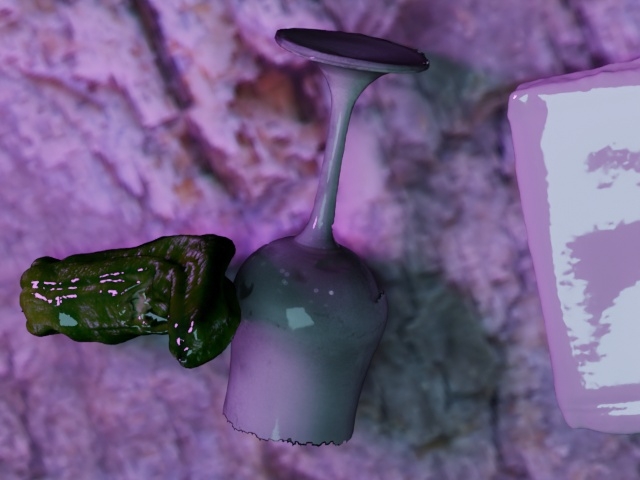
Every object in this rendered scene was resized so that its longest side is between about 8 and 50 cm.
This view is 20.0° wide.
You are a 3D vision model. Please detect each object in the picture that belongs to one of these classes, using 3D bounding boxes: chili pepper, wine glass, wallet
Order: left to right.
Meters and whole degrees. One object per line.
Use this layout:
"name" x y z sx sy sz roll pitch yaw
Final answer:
"chili pepper" -0.083 0.028 0.889 0.182 0.073 0.050 0 106 57
"wine glass" 0.000 0.000 0.887 0.079 0.079 0.196 13 106 9
"wallet" 0.163 0.002 0.878 0.124 0.032 0.183 -9 104 14
